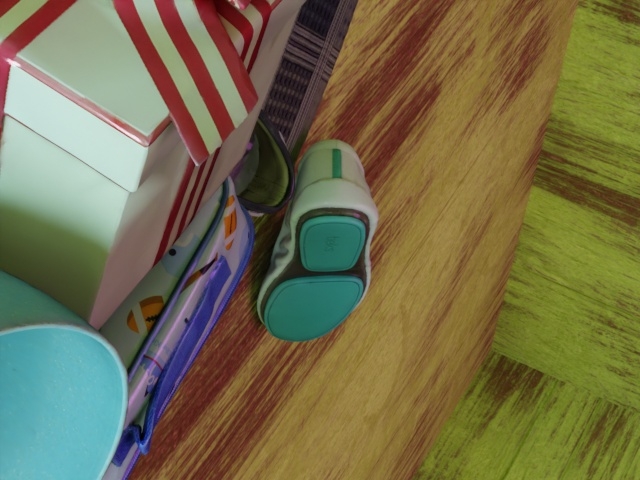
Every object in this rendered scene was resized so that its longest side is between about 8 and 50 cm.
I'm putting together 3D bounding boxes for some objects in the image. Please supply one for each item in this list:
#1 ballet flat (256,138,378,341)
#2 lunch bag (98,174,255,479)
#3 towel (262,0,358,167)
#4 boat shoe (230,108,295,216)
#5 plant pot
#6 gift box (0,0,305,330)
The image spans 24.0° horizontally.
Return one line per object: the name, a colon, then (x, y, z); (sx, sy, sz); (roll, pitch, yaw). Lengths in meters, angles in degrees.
ballet flat: (0.000, 0.000, 1.874); (0.139, 0.139, 0.400); (-59, 174, -26)
lunch bag: (-0.197, 0.052, 1.126); (0.303, 0.243, 0.115); (-62, 163, -18)
towel: (-0.048, -0.200, 1.628); (0.312, 0.056, 0.324); (7, 104, -76)
boat shoe: (-0.097, -0.103, 1.356); (0.114, 0.091, 0.302); (-64, 159, -4)
plant pot: (-0.289, 0.109, 0.905); (0.290, 0.195, 0.290); (-38, 152, -25)
gift box: (-0.160, -0.106, 0.943); (0.276, 0.255, 0.258); (-60, 177, -41)
